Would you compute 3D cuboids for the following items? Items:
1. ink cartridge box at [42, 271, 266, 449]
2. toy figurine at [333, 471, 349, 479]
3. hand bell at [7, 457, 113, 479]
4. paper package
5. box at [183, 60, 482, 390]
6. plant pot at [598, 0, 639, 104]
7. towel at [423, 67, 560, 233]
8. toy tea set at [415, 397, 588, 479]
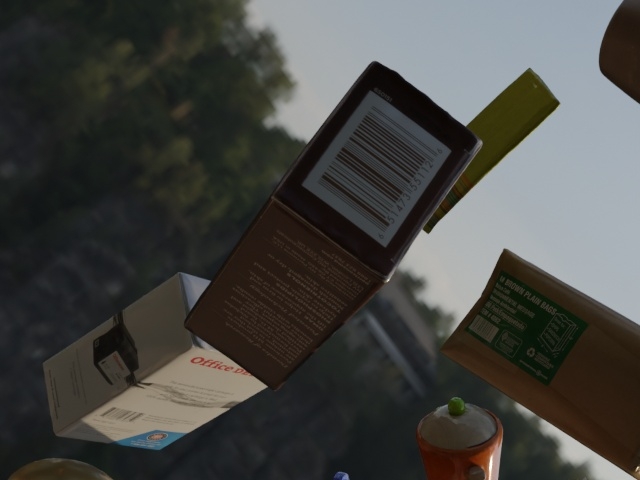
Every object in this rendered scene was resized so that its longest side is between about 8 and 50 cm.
[{"bbox_3d":[-0.227,0.187,2.264,0.223,0.307,0.129,19,48,-47],"label":"ink cartridge box"},{"bbox_3d":[-0.041,0.349,1.751,0.191,0.217,0.362,16,-24,28],"label":"toy figurine"},{"bbox_3d":[-0.257,0.327,1.390,0.126,0.126,0.242,56,21,-27],"label":"hand bell"},{"bbox_3d":[0.370,0.186,1.959,0.325,0.168,0.309,33,-1,38],"label":"paper package"},{"bbox_3d":[0.000,0.000,1.545,0.143,0.191,0.381,37,-26,-3],"label":"box"},{"bbox_3d":[0.568,-0.285,2.357,0.229,0.263,0.263,29,-15,27],"label":"plant pot"},{"bbox_3d":[0.202,-0.113,1.931,0.021,0.237,0.102,36,17,-34],"label":"towel"},{"bbox_3d":[0.197,0.267,1.590,0.336,0.200,0.124,13,-57,36],"label":"toy tea set"}]
